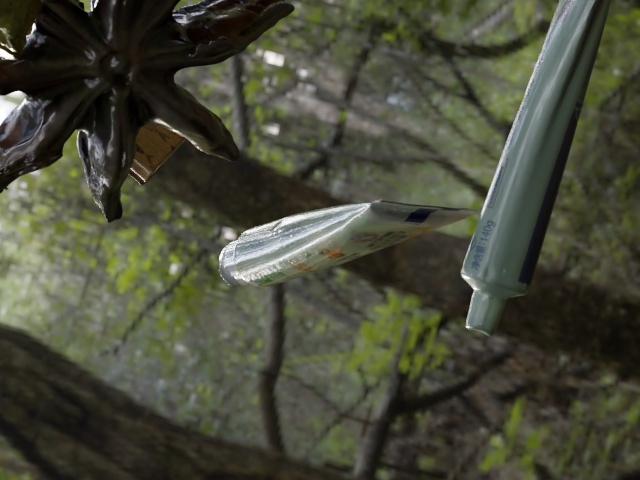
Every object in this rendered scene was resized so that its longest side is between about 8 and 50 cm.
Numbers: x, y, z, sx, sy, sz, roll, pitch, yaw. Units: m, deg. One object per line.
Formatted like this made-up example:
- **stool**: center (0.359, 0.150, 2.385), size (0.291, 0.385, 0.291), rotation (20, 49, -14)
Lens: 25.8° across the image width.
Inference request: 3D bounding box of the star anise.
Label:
- **star anise**: center (-0.149, -0.136, 0.994), size (0.088, 0.288, 0.288), rotation (-126, 37, -47)

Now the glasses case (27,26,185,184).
- **glasses case**: center (-0.204, -0.123, 1.240), size (0.041, 0.170, 0.064), rotation (-44, 7, 47)

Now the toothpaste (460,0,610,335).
- **toothpaste**: center (0.145, -0.067, 0.931), size (0.069, 0.047, 0.268), rotation (21, -94, -73)

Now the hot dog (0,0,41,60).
- **hot dog**: center (-0.229, -0.208, 0.782), size (0.093, 0.123, 0.261), rotation (-66, -27, -22)

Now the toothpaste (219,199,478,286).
- **toothpaste**: center (0.000, 0.000, 1.069), size (0.058, 0.056, 0.314), rotation (-44, 13, -27)
